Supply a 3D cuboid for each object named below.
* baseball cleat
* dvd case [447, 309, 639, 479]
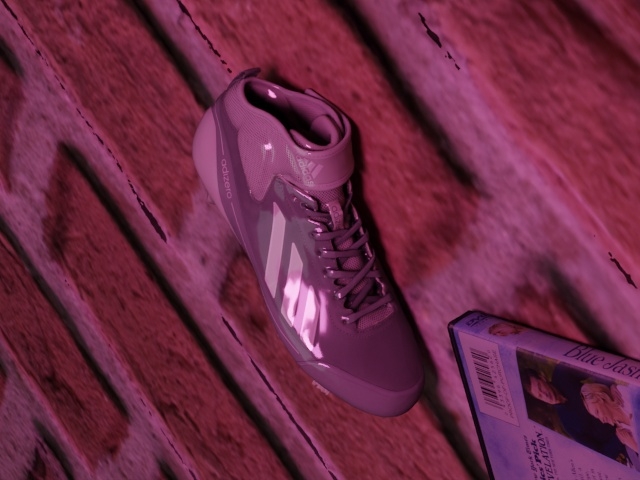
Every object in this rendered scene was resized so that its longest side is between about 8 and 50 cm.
[{"bbox_3d":[0.000,0.000,1.084,0.206,0.072,0.109,54,145,8],"label":"baseball cleat"},{"bbox_3d":[0.167,0.139,0.978,0.253,0.022,0.180,16,129,54],"label":"dvd case"}]
